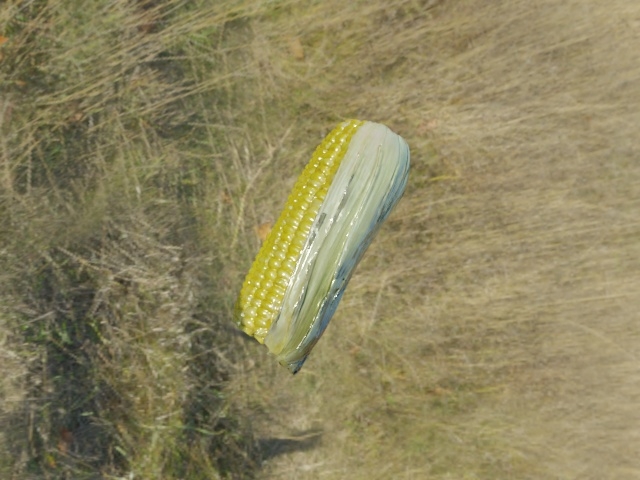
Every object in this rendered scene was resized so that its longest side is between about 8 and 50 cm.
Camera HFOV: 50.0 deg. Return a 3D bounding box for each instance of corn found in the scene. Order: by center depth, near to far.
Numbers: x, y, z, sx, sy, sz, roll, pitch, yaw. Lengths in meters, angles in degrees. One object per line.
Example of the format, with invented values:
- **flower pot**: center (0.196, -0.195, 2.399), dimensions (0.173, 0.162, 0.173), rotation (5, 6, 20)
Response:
- **corn**: center (0.004, 0.002, 0.809), dimensions (0.305, 0.123, 0.122), rotation (-62, 146, -6)
